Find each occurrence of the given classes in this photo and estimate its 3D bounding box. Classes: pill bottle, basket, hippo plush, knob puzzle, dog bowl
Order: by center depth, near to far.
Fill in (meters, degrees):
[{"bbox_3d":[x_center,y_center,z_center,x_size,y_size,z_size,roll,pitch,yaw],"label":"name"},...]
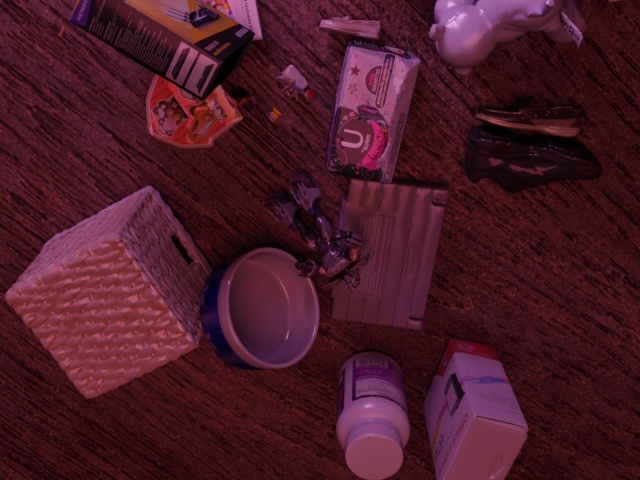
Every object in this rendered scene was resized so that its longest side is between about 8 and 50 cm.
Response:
[{"bbox_3d":[0.341,-0.405,1.198,0.236,0.294,0.234,-29,141,34],"label":"hippo plush"},{"bbox_3d":[-0.294,-0.280,1.379,0.213,0.030,0.213,1,113,2],"label":"knob puzzle"},{"bbox_3d":[-0.131,0.154,1.419,0.104,0.265,0.265,-17,115,44],"label":"dog bowl"},{"bbox_3d":[-0.450,0.116,1.428,0.331,0.266,0.328,-26,110,15],"label":"basket"},{"bbox_3d":[0.121,0.404,1.493,0.169,0.301,0.169,1,113,3],"label":"pill bottle"}]

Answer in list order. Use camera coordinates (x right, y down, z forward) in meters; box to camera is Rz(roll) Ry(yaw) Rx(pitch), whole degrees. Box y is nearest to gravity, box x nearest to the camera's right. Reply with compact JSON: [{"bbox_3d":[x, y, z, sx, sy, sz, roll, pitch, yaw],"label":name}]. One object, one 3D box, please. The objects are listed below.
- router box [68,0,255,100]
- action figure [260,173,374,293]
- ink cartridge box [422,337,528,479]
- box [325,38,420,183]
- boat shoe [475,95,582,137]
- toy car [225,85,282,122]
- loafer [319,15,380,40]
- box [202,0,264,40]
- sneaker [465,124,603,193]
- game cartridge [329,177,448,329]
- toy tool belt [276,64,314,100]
[{"bbox_3d":[-0.263,-0.379,1.144,0.242,0.309,0.081,29,115,-10],"label":"router box"},{"bbox_3d":[0.000,0.000,1.405,0.185,0.099,0.285,-38,86,28],"label":"action figure"},{"bbox_3d":[0.344,0.404,1.478,0.131,0.306,0.226,16,112,-4],"label":"ink cartridge box"},{"bbox_3d":[0.097,-0.262,1.291,0.142,0.163,0.247,10,112,-3],"label":"box"},{"bbox_3d":[0.432,-0.263,1.323,0.223,0.080,0.074,8,107,-6],"label":"boat shoe"},{"bbox_3d":[-0.148,-0.279,1.357,0.122,0.060,0.040,34,127,-7],"label":"toy car"},{"bbox_3d":[0.061,-0.433,1.293,0.125,0.045,0.039,9,96,-8],"label":"loafer"},{"bbox_3d":[-0.218,-0.466,1.293,0.186,0.038,0.145,-7,112,5],"label":"box"},{"bbox_3d":[0.446,-0.160,1.360,0.286,0.109,0.130,12,123,6],"label":"sneaker"},{"bbox_3d":[0.148,0.029,1.469,0.230,0.068,0.355,9,113,4],"label":"game cartridge"},{"bbox_3d":[-0.054,-0.322,1.343,0.083,0.052,0.051,49,138,-12],"label":"toy tool belt"}]
